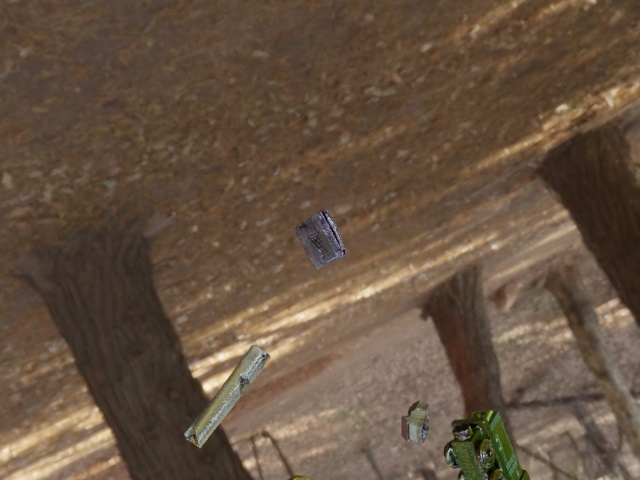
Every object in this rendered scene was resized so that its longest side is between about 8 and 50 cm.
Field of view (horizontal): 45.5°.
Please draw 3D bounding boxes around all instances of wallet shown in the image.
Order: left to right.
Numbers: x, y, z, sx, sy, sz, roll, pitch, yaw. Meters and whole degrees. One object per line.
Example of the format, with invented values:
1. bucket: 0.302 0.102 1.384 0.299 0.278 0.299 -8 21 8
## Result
1. wallet: 0.001 -0.001 1.680 0.030 0.111 0.166 -28 180 -24

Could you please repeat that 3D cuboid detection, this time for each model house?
1. model house: 0.216 0.416 1.753 0.058 0.083 0.057 7 -151 24

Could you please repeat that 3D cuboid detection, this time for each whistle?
1. whistle: -0.260 0.436 2.153 0.326 0.068 0.057 -51 146 -21

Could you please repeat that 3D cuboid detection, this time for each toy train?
1. toy train: 0.302 0.406 1.361 0.090 0.225 0.137 -13 -165 38

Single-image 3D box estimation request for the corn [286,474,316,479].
1. corn: -0.023 0.472 1.290 0.101 0.101 0.291 -25 143 -15
